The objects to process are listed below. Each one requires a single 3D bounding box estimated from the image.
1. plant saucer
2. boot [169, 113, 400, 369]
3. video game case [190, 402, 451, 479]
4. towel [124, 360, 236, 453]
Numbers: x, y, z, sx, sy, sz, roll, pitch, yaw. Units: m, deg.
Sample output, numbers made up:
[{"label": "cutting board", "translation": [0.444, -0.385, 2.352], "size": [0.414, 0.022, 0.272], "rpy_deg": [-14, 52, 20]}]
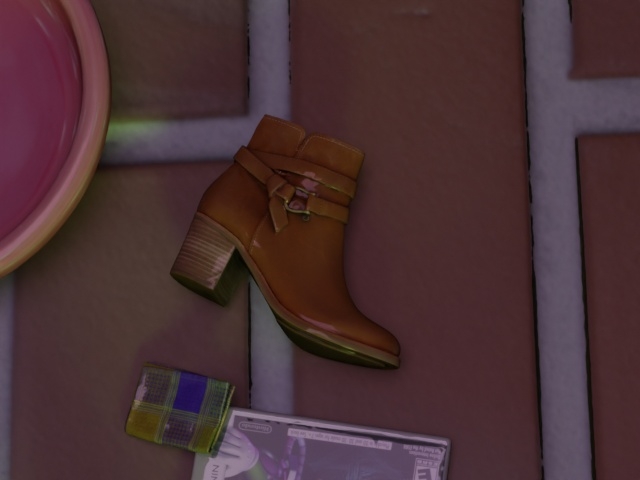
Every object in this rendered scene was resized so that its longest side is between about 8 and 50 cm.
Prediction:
[{"label": "plant saucer", "translation": [-0.323, -0.104, 1.388], "size": [0.332, 0.084, 0.332], "rpy_deg": [-1, 77, 4]}, {"label": "boot", "translation": [0.000, 0.000, 1.342], "size": [0.197, 0.073, 0.152], "rpy_deg": [28, 76, 8]}, {"label": "video game case", "translation": [-0.008, 0.219, 1.314], "size": [0.190, 0.022, 0.173], "rpy_deg": [8, 78, 7]}, {"label": "towel", "translation": [-0.108, 0.126, 1.338], "size": [0.083, 0.009, 0.060], "rpy_deg": [12, 76, 30]}]
